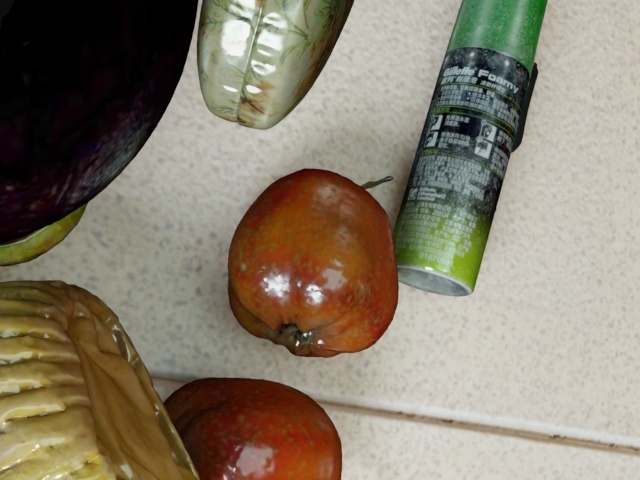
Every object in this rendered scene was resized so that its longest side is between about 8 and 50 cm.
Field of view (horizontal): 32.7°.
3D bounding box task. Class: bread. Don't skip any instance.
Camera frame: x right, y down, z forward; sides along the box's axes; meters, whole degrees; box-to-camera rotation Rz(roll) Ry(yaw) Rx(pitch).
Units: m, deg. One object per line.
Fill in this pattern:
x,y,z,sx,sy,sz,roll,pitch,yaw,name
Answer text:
-0.198,0.136,0.780,0.149,0.274,0.274,-35,105,6,bread

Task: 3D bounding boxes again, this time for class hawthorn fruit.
-0.017,0.209,0.951,0.285,0.165,0.165,21,76,-34,hawthorn fruit
0.000,0.000,0.982,0.162,0.162,0.203,28,56,-24,hawthorn fruit

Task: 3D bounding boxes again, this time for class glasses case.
-0.019,-0.206,0.858,0.098,0.425,0.156,18,112,-1,glasses case

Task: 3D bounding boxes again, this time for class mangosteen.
-0.254,-0.138,0.716,0.382,0.435,0.382,-2,54,3,mangosteen

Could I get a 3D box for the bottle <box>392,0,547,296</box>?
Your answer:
0.151,-0.112,1.097,0.093,0.093,0.330,24,75,-25,bottle

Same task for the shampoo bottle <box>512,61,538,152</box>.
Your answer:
0.201,-0.130,1.164,0.048,0.027,0.137,27,73,-22,shampoo bottle
